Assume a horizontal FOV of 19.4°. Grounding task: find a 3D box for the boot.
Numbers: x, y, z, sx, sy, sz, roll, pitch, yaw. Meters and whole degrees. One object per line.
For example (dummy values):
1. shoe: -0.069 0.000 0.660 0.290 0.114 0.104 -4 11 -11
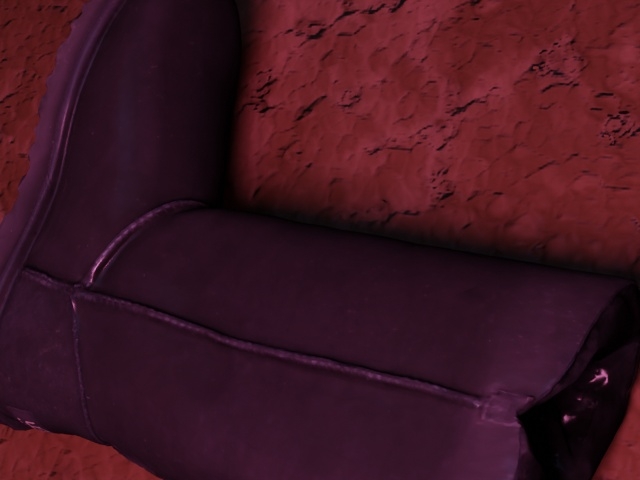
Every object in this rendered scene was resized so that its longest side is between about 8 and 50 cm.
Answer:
1. boot: -0.001 0.002 1.205 0.445 0.146 0.367 13 78 38
